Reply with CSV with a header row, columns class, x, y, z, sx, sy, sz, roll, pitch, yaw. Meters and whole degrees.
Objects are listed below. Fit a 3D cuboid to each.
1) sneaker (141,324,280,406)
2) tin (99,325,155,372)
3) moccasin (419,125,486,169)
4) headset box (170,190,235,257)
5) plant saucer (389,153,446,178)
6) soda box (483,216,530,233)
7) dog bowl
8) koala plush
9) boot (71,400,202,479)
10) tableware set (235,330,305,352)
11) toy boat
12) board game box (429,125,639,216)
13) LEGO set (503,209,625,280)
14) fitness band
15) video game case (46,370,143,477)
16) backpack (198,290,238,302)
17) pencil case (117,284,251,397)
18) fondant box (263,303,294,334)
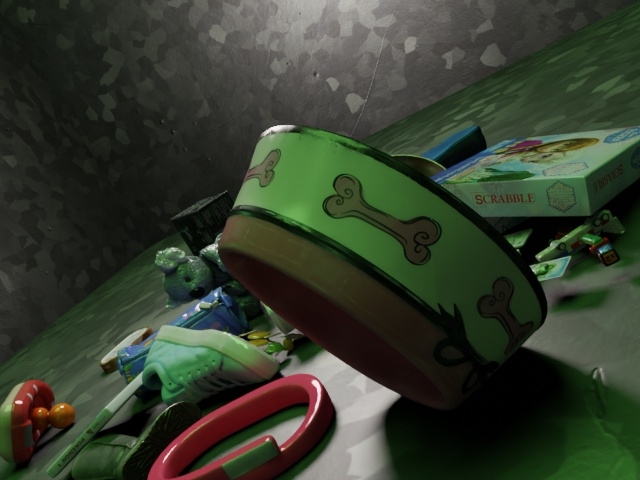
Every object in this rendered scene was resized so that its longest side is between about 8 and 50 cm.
class,x,y,z,sx,sy,sz,roll,pitch,yaw
sneaker,-0.216,0.255,1.227,0.366,0.135,0.150,-6,56,51
tin,-0.554,0.311,1.877,0.106,0.040,0.189,-26,13,36
moccasin,0.321,-0.180,1.650,0.342,0.116,0.138,-33,13,-27
headset box,-0.355,-0.015,2.208,0.131,0.246,0.283,-38,14,-29
plant saucer,0.148,-0.054,1.399,0.311,0.050,0.310,-11,53,15
soda box,0.303,-0.034,1.242,0.183,0.063,0.058,-29,15,3
dog bowl,0.051,0.051,0.795,0.150,0.408,0.408,-55,20,-14
koala plush,-0.278,0.084,1.576,0.221,0.196,0.203,-15,38,-10
boot,-0.324,0.357,1.148,0.190,0.076,0.208,-38,8,-38
tableware set,-0.112,0.202,1.276,0.154,0.024,0.104,-2,6,40
toy boat,-0.658,0.417,1.538,0.151,0.151,0.231,-1,8,-13
board game box,0.386,-0.122,1.151,0.318,0.065,0.319,1,22,47
LEGO set,0.336,0.032,0.967,0.244,0.060,0.182,-22,18,46
fitness band,-0.116,0.293,0.958,0.291,0.054,0.209,-27,10,8
video game case,-0.430,0.356,1.288,0.183,0.023,0.201,-47,2,11
backpack,-0.280,0.129,1.741,0.115,0.152,0.182,-30,19,-13
pencil case,-0.306,0.224,1.454,0.306,0.133,0.119,-32,54,-4
fondant box,0.000,0.000,1.325,0.330,0.096,0.238,-33,51,-5
